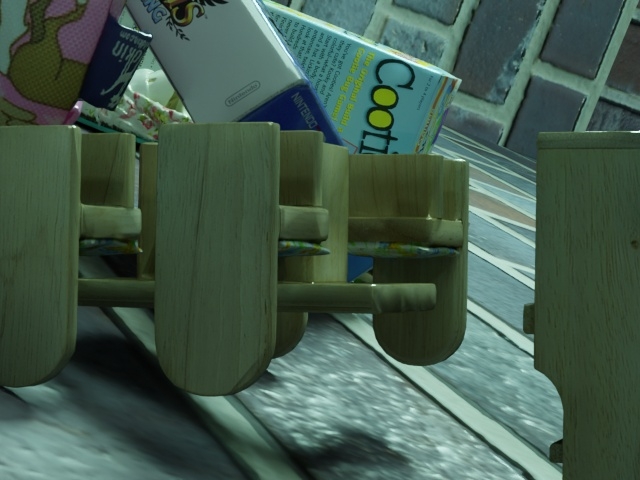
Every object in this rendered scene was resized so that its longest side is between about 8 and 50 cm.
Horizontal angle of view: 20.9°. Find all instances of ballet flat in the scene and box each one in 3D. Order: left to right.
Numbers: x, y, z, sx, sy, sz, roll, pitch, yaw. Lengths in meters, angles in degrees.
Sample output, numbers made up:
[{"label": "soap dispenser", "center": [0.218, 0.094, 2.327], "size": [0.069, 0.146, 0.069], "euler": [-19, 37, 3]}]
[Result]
[{"label": "ballet flat", "center": [-0.092, -0.093, 1.354], "size": [0.241, 0.077, 0.091], "euler": [24, 9, 20]}]

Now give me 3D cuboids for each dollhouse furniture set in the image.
[{"label": "dollhouse furniture set", "center": [0.017, 0.043, 0.660], "size": [0.242, 0.161, 0.212], "euler": [1, -1, 22]}]

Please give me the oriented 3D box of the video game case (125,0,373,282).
[{"label": "video game case", "center": [-0.060, -0.116, 0.947], "size": [0.244, 0.061, 0.269], "euler": [57, 1, 21]}]

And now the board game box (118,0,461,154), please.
[{"label": "board game box", "center": [-0.038, -0.127, 1.486], "size": [0.275, 0.144, 0.142], "euler": [23, 7, 9]}]

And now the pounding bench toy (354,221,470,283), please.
[{"label": "pounding bench toy", "center": [0.039, 0.001, 1.099], "size": [0.083, 0.065, 0.052], "euler": [15, 11, -40]}]

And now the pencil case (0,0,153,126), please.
[{"label": "pencil case", "center": [-0.258, -0.129, 0.634], "size": [0.386, 0.167, 0.160], "euler": [9, -31, -22]}]
